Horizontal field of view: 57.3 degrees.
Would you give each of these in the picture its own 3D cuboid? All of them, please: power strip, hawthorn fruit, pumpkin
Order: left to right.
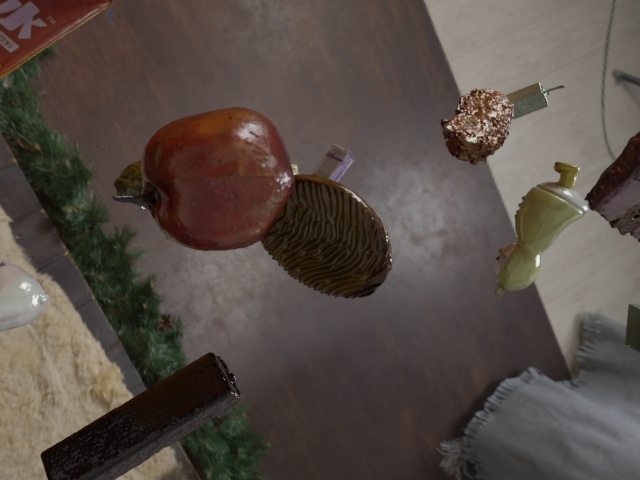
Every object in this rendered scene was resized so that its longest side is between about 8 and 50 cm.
[{"bbox_3d":[-0.412,-0.141,1.614,0.278,0.163,0.111,13,116,-45],"label":"pumpkin"},{"bbox_3d":[-0.203,-0.099,1.004,0.300,0.254,0.254,-13,96,-38],"label":"hawthorn fruit"},{"bbox_3d":[0.615,-0.411,1.689,0.075,0.175,0.042,39,43,-43],"label":"power strip"}]

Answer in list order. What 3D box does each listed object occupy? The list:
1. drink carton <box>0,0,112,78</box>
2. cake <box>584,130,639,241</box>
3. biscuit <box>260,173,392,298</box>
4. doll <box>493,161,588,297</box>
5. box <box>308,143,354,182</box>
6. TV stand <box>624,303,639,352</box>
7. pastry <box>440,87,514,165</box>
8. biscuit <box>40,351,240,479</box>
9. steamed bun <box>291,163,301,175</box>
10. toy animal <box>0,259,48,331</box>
[{"bbox_3d":[-0.255,-0.151,0.418,0.223,0.096,0.071,-29,127,10],"label":"drink carton"},{"bbox_3d":[0.333,-0.118,0.450,0.116,0.113,0.295,18,126,-25],"label":"cake"},{"bbox_3d":[0.000,0.000,1.216,0.318,0.318,0.040,50,47,-15],"label":"biscuit"},{"bbox_3d":[0.422,-0.016,1.162,0.117,0.141,0.296,36,101,10],"label":"doll"},{"bbox_3d":[0.015,-0.142,1.218,0.117,0.050,0.036,-52,147,-10],"label":"box"},{"bbox_3d":[0.702,0.167,1.046,0.269,0.088,0.083,4,97,7],"label":"TV stand"},{"bbox_3d":[0.225,-0.159,0.840,0.087,0.063,0.169,29,47,16],"label":"pastry"},{"bbox_3d":[-0.343,0.360,1.142,0.388,0.073,0.107,-30,62,-10],"label":"biscuit"},{"bbox_3d":[-0.105,-0.108,1.582,0.106,0.192,0.177,30,113,15],"label":"steamed bun"},{"bbox_3d":[-0.702,0.150,1.168,0.282,0.138,0.140,-27,134,-41],"label":"toy animal"}]
